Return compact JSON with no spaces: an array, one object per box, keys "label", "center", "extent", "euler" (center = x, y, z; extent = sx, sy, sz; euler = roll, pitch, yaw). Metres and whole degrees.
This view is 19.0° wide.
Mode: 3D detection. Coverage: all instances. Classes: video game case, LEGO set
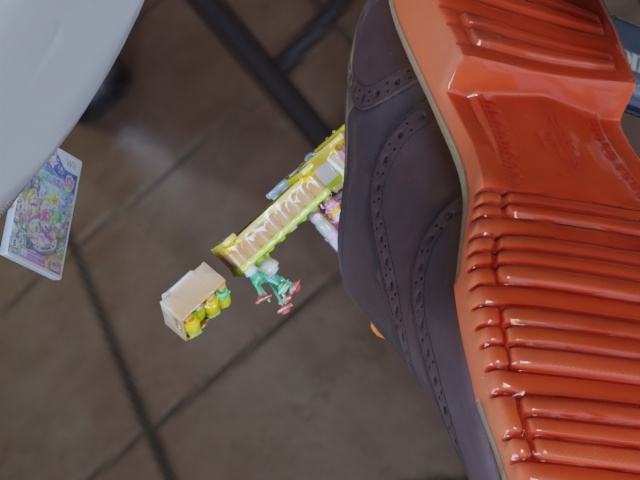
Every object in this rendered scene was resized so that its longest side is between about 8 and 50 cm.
[{"label":"video game case","center":[-0.266,-0.032,1.820],"extent":[0.011,0.087,0.122],"euler":[-1,72,30]},{"label":"LEGO set","center":[0.000,0.000,1.480],"extent":[0.132,0.107,0.287],"euler":[-38,6,38]}]

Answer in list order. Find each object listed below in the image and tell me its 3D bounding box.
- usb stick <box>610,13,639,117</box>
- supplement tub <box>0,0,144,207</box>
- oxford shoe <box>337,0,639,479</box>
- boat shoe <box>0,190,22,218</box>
[{"label":"usb stick","center":[0.195,-0.150,1.474],"extent":[0.045,0.278,0.077],"euler":[-33,44,57]},{"label":"supplement tub","center":[-0.212,-0.142,0.717],"extent":[0.191,0.272,0.191],"euler":[-59,-8,-13]},{"label":"oxford shoe","center":[0.061,0.018,0.599],"extent":[0.098,0.097,0.271],"euler":[-53,33,42]},{"label":"boat shoe","center":[-0.299,-0.040,1.254],"extent":[0.324,0.116,0.123],"euler":[-32,39,29]}]
